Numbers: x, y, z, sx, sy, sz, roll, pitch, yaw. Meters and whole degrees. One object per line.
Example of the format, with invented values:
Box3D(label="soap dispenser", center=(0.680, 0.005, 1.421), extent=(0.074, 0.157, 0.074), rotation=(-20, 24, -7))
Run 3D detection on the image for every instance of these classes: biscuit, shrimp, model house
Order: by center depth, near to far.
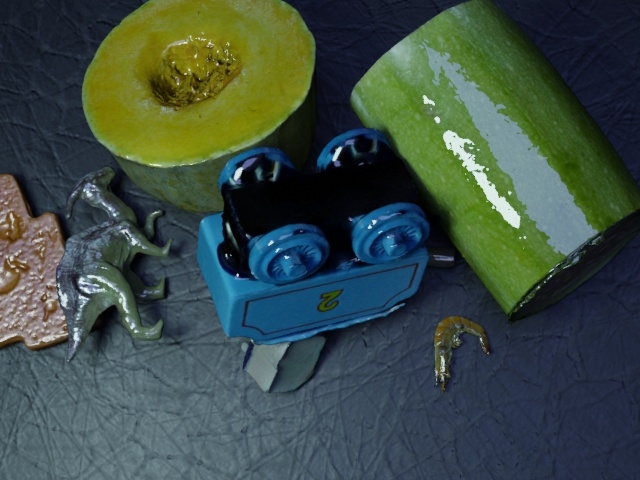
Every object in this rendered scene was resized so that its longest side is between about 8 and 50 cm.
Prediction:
Box3D(label="shrimp", center=(0.202, 0.165, 1.681), extent=(0.083, 0.023, 0.114), rotation=(7, 75, 4))
Box3D(label="model house", center=(-0.063, 0.152, 1.686), extent=(0.100, 0.087, 0.101), rotation=(40, 118, 35))
Box3D(label="biscuit", center=(-0.459, 0.061, 1.757), extent=(0.306, 0.043, 0.284), rotation=(27, 79, 8))

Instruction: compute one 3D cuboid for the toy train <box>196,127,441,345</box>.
Box3D(label="toy train", center=(0.000, 0.000, 1.576), extent=(0.300, 0.265, 0.188), rotation=(-12, 55, -19))

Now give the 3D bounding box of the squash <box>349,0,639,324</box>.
Box3D(label="squash", center=(0.254, -0.111, 1.612), extent=(0.263, 0.263, 0.384), rotation=(-34, 77, -2))

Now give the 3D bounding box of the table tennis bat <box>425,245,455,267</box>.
Box3D(label="table tennis bat", center=(0.075, 0.016, 1.726), extent=(0.246, 0.022, 0.138), rotation=(3, 78, 7))

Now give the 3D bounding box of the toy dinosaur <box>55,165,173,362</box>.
Box3D(label="toy dinosaur", center=(-0.301, 0.036, 1.713), extent=(0.162, 0.077, 0.294), rotation=(7, 61, -10))

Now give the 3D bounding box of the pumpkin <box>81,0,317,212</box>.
Box3D(label="pumpkin", center=(-0.148, -0.184, 1.672), extent=(0.332, 0.199, 0.332), rotation=(-8, 54, 11))
